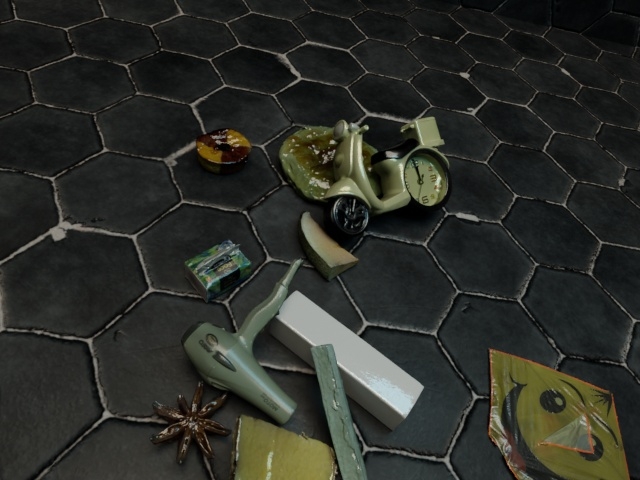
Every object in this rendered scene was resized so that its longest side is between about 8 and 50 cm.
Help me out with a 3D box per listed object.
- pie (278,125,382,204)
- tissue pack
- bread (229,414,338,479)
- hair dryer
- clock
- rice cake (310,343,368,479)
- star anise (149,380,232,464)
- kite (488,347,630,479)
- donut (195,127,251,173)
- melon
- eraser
[{"bbox_3d":[0.036,-0.201,1.228,0.307,0.071,0.306,6,50,-7],"label":"pie"},{"bbox_3d":[-0.209,0.053,0.950,0.111,0.079,0.085,-31,63,-32],"label":"tissue pack"},{"bbox_3d":[-0.048,0.389,0.676,0.178,0.135,0.240,5,51,-10],"label":"bread"},{"bbox_3d":[-0.079,0.188,0.815,0.267,0.092,0.229,-33,78,-11],"label":"hair dryer"},{"bbox_3d":[0.155,-0.167,1.140,0.379,0.120,0.276,-14,89,-31],"label":"clock"},{"bbox_3d":[0.031,0.296,0.784,0.042,0.045,0.245,-19,74,11],"label":"rice cake"},{"bbox_3d":[-0.211,0.305,0.765,0.141,0.042,0.141,9,42,-8],"label":"star anise"},{"bbox_3d":[0.474,0.360,0.909,0.328,0.013,0.377,-15,54,-25],"label":"kite"},{"bbox_3d":[-0.247,-0.227,1.184,0.141,0.059,0.140,7,49,-9],"label":"donut"},{"bbox_3d":[-0.004,0.004,1.061,0.098,0.054,0.182,-28,63,-38],"label":"melon"},{"bbox_3d":[0.042,0.222,0.875,0.298,0.078,0.076,36,52,15],"label":"eraser"}]
